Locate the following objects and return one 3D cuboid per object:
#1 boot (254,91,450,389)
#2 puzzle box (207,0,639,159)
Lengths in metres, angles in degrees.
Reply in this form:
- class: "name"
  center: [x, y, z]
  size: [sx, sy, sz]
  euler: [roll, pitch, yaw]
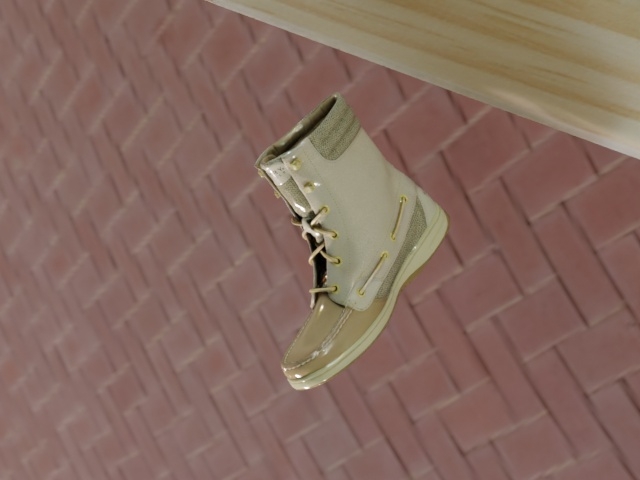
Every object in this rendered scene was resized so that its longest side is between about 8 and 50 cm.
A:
- class: "boot"
  center: [0.000, 0.000, 1.148]
  size: [0.165, 0.213, 0.077]
  euler: [49, 152, -23]
- class: "puzzle box"
  center: [0.188, -0.108, 0.421]
  size: [0.409, 0.272, 0.052]
  euler: [19, 139, -7]
